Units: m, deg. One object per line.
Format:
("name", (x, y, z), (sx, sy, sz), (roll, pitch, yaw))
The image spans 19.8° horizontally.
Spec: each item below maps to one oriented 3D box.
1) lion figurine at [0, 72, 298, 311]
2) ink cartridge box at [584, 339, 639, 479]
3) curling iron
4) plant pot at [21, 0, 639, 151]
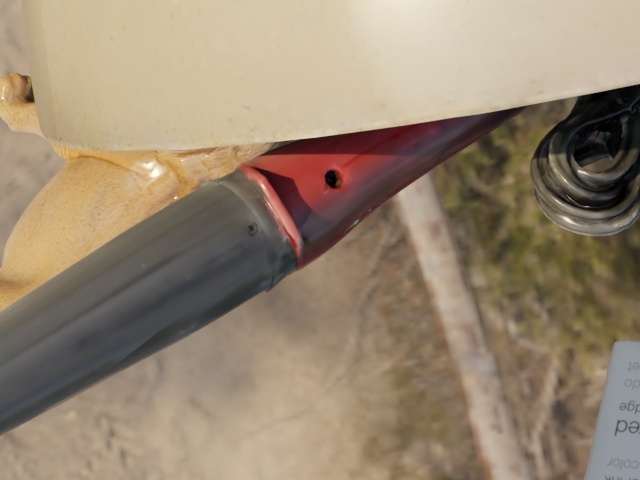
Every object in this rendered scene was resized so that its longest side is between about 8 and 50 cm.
("lion figurine", (-0.169, 0.000, 1.236), (0.142, 0.240, 0.392), (44, 71, -44))
("ink cartridge box", (0.239, 0.218, 0.934), (0.131, 0.226, 0.306), (44, 56, -53))
("curling iron", (0.000, 0.000, 0.430), (0.274, 0.035, 0.068), (-22, 56, -29))
("plant pot", (0.043, -0.150, 0.489), (0.284, 0.284, 0.191), (-22, 106, -38))
